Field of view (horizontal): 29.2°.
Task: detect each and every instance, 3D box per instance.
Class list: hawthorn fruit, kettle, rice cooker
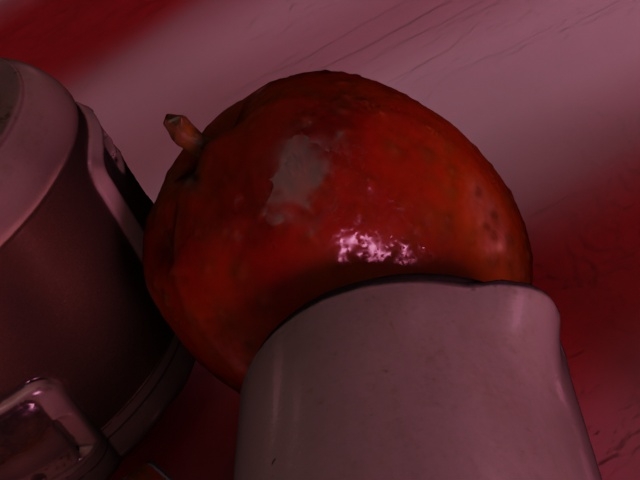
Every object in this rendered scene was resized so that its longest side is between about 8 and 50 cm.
[{"bbox_3d":[0.000,0.000,0.930,0.275,0.299,0.275,-43,20,20],"label":"hawthorn fruit"},{"bbox_3d":[0.029,0.251,0.711,0.361,0.250,0.377,-47,27,32],"label":"kettle"},{"bbox_3d":[-0.279,0.048,1.026,0.335,0.325,0.335,-17,39,14],"label":"rice cooker"}]

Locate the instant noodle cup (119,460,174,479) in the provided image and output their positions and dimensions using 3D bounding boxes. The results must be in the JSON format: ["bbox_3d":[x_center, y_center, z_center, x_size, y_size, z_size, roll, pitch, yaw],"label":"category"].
[{"bbox_3d":[-0.152,0.241,0.913,0.135,0.127,0.127,-40,38,-20],"label":"instant noodle cup"}]
